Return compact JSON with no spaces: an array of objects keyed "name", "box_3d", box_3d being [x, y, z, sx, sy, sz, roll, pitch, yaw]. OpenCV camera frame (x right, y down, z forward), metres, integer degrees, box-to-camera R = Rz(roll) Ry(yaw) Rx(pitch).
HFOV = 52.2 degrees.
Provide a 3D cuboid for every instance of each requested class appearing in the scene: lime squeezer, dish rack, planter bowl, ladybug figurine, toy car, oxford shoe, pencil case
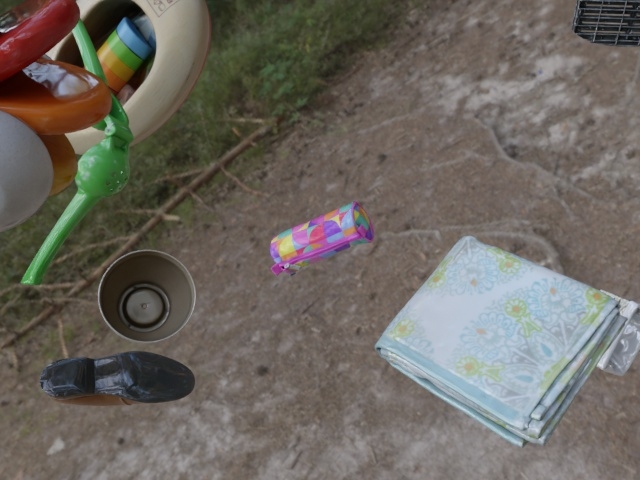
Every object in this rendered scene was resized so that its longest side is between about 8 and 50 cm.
[{"name":"lime squeezer","box_3d":[-0.238,-0.107,0.674,0.109,0.058,0.311,-2,81,39]},{"name":"dish rack","box_3d":[0.514,-0.448,1.035,0.208,0.272,0.074,5,34,7]},{"name":"planter bowl","box_3d":[-0.309,0.110,1.156,0.162,0.162,0.109,-58,6,-25]},{"name":"ladybug figurine","box_3d":[-0.378,-0.357,1.314,0.449,0.305,0.162,-38,-9,19]},{"name":"toy car","box_3d":[-0.207,-0.105,0.369,0.136,0.182,0.159,-47,33,21]},{"name":"oxford shoe","box_3d":[-0.291,0.209,0.958,0.212,0.076,0.076,3,57,-8]},{"name":"pencil case","box_3d":[0.000,0.000,1.441,0.236,0.104,0.104,-25,36,24]}]

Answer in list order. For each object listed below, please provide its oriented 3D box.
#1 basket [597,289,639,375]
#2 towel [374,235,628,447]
[{"name":"basket","box_3d":[0.663,0.207,1.487,0.103,0.113,0.167,34,101,51]},{"name":"towel","box_3d":[0.332,0.176,1.241,0.374,0.090,0.320,28,65,40]}]
